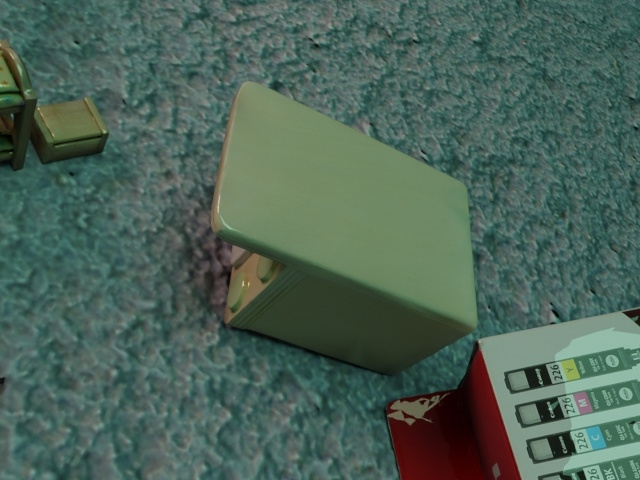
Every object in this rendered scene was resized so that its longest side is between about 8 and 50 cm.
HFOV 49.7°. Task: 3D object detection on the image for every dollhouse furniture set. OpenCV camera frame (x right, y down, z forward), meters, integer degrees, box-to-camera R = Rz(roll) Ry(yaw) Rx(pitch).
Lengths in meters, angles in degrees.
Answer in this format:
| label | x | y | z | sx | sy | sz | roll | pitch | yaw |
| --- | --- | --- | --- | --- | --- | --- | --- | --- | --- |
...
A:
| label | x | y | z | sx | sy | sz | roll | pitch | yaw |
| --- | --- | --- | --- | --- | --- | --- | --- | --- | --- |
| dollhouse furniture set | -0.279 | -0.145 | 0.543 | 0.182 | 0.101 | 0.161 | -20 | 72 | -38 |

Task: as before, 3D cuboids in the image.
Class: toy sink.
| label | x | y | z | sx | sy | sz | roll | pitch | yaw |
| --- | --- | --- | --- | --- | --- | --- | --- | --- | --- |
| toy sink | 0.000 | 0.000 | 0.593 | 0.234 | 0.131 | 0.152 | 21 | 51 | -23 |

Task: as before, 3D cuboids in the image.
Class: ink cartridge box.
| label | x | y | z | sx | sy | sz | roll | pitch | yaw |
| --- | --- | --- | --- | --- | --- | --- | --- | --- | --- |
| ink cartridge box | 0.211 | 0.221 | 0.499 | 0.272 | 0.130 | 0.309 | -11 | 62 | -3 |
